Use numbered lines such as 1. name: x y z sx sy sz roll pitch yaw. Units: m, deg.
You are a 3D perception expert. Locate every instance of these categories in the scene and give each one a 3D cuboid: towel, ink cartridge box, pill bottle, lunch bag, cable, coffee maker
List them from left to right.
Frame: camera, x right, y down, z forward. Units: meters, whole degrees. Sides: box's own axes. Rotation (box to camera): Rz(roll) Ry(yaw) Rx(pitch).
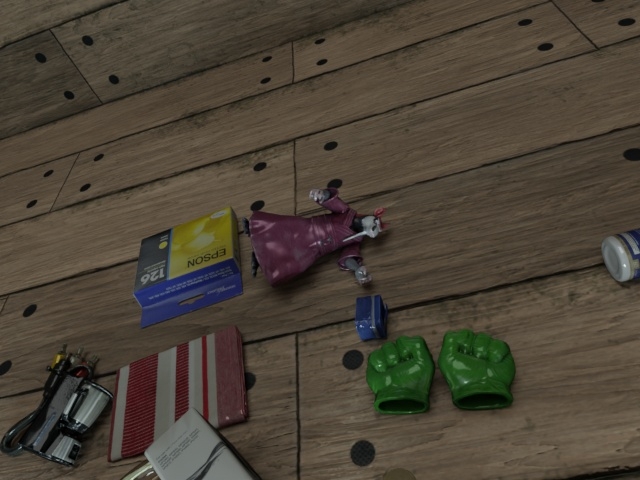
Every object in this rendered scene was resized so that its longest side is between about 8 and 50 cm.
1. cable: -0.661 0.401 1.240 0.140 0.072 0.287 15 67 14
2. coffee maker: -0.596 0.405 1.142 0.171 0.120 0.178 5 52 28
3. towel: -0.325 0.348 1.138 0.329 0.037 0.237 -20 46 7
4. ink cartridge box: -0.377 0.065 1.408 0.304 0.072 0.307 -19 42 5
5. ink cartridge box: -0.155 0.443 0.851 0.114 0.197 0.273 -43 47 -20
6. lunch bag: 0.116 0.166 1.092 0.065 0.067 0.098 -9 44 15
7. pill bottle: 0.659 0.016 0.976 0.170 0.094 0.094 -16 44 9

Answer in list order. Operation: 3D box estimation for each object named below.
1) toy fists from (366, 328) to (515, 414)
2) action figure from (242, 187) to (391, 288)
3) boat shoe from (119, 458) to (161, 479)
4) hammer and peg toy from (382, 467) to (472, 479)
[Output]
1. toy fists: 0.224 0.243 0.952 0.280 0.096 0.142 -10 44 17
2. action figure: 0.000 0.000 1.269 0.371 0.247 0.276 -13 1 -5
3. boat shoe: -0.367 0.521 0.961 0.257 0.095 0.095 -38 59 -6
4. hammer and peg toy: 0.235 0.490 0.687 0.362 0.127 0.265 11 56 31
